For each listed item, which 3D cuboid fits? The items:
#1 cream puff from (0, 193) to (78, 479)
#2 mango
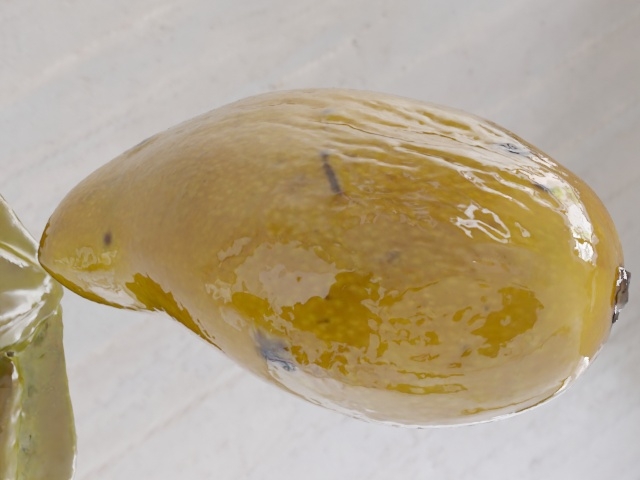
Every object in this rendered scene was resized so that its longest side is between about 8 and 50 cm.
[{"bbox_3d":[-0.266,0.078,0.926,0.274,0.269,0.323,-58,157,-71],"label":"cream puff"},{"bbox_3d":[0.000,-0.004,0.630,0.157,0.262,0.109,-52,146,-42],"label":"mango"}]
